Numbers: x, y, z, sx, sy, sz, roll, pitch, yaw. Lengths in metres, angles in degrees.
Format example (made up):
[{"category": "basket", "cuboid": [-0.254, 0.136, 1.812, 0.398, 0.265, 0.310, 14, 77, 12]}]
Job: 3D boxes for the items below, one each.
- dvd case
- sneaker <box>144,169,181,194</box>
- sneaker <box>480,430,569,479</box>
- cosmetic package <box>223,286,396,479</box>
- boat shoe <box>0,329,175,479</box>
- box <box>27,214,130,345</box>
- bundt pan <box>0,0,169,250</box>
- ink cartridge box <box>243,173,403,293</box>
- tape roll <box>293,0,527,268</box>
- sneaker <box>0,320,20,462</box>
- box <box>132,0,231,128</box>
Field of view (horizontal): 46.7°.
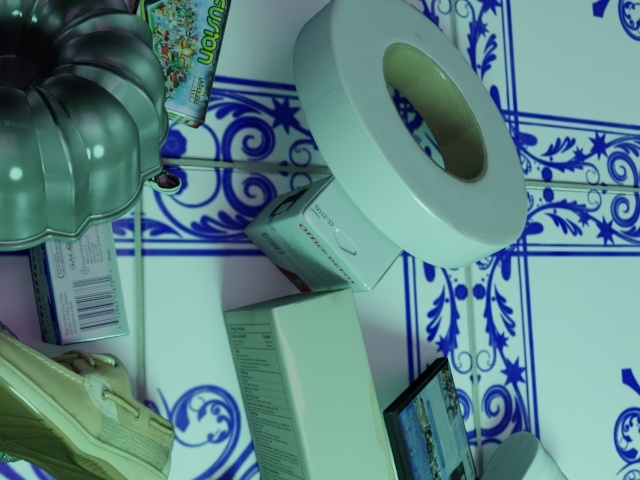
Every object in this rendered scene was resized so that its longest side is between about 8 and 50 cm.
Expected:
[{"category": "dvd case", "cuboid": [0.148, 0.268, 0.962, 0.253, 0.022, 0.180, -14, 90, -66]}, {"category": "sneaker", "cuboid": [-0.207, -0.078, 0.895, 0.083, 0.037, 0.031, 11, 81, -24]}, {"category": "sneaker", "cuboid": [0.264, 0.436, 1.038, 0.169, 0.108, 0.292, 46, 73, -22]}, {"category": "cosmetic package", "cuboid": [-0.010, 0.220, 0.894, 0.113, 0.160, 0.309, -12, 90, -29]}, {"category": "boat shoe", "cuboid": [-0.249, 0.162, 0.732, 0.341, 0.122, 0.110, 66, 30, -50]}, {"category": "box", "cuboid": [-0.263, 0.045, 0.794, 0.072, 0.137, 0.126, -9, 88, -27]}, {"category": "bundt pan", "cuboid": [-0.302, -0.160, 0.719, 0.331, 0.124, 0.330, 10, 59, -17]}, {"category": "ink cartridge box", "cuboid": [0.000, 0.000, 0.914, 0.127, 0.175, 0.072, 48, 66, -15]}, {"category": "tape roll", "cuboid": [0.128, -0.152, 0.962, 0.392, 0.072, 0.391, 29, 44, -33]}, {"category": "sneaker", "cuboid": [-0.337, 0.161, 0.786, 0.076, 0.065, 0.166, -25, 94, -24]}, {"category": "box", "cuboid": [-0.181, -0.256, 0.930, 0.114, 0.036, 0.206, 15, 77, -25]}]
